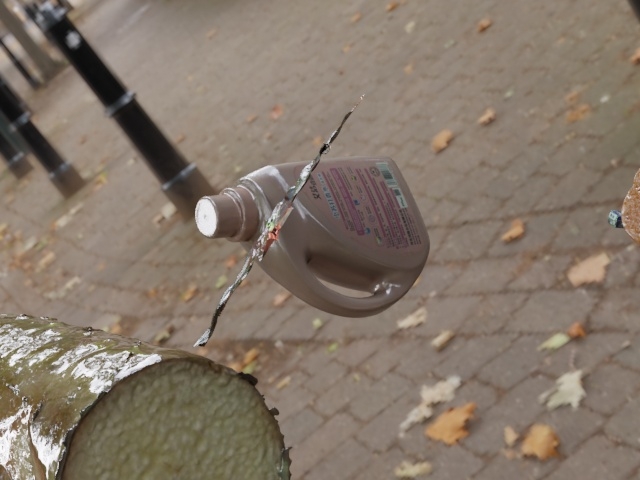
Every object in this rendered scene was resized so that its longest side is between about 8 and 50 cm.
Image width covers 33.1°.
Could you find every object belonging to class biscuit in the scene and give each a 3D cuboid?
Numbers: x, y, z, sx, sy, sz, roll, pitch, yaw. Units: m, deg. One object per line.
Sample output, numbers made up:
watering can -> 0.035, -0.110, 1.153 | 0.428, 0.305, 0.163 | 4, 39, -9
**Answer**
biscuit -> 0.388, -0.048, 1.186 | 0.102, 0.019, 0.130 | 25, 81, 42

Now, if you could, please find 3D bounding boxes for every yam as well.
yam -> -0.137, 0.106, 0.604 | 0.128, 0.129, 0.238 | -24, 19, -37

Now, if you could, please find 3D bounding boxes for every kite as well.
kite -> -0.032, -0.018, 0.807 | 0.232, 0.009, 0.189 | -57, 5, 14

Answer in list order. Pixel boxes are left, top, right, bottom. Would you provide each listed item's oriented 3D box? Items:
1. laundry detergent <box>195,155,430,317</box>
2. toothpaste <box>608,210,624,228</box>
laundry detergent -> 0.000, 0.000, 1.075 | 0.237, 0.171, 0.076 | -9, -22, -39
toothpaste -> 0.395, -0.024, 1.322 | 0.083, 0.017, 0.020 | 3, 22, -17
